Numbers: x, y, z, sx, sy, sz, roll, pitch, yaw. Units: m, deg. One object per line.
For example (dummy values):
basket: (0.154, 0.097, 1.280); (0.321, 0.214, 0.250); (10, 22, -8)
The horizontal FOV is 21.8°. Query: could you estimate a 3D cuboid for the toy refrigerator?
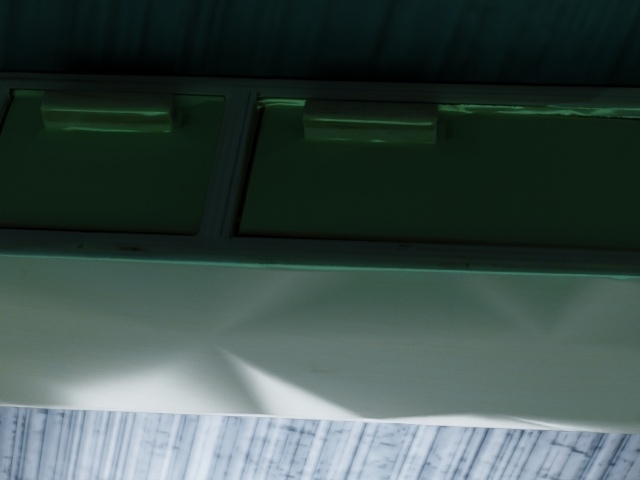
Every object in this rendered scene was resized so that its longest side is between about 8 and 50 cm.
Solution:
toy refrigerator: (0.000, 0.000, 0.621); (0.270, 0.102, 0.094); (2, 135, 7)
